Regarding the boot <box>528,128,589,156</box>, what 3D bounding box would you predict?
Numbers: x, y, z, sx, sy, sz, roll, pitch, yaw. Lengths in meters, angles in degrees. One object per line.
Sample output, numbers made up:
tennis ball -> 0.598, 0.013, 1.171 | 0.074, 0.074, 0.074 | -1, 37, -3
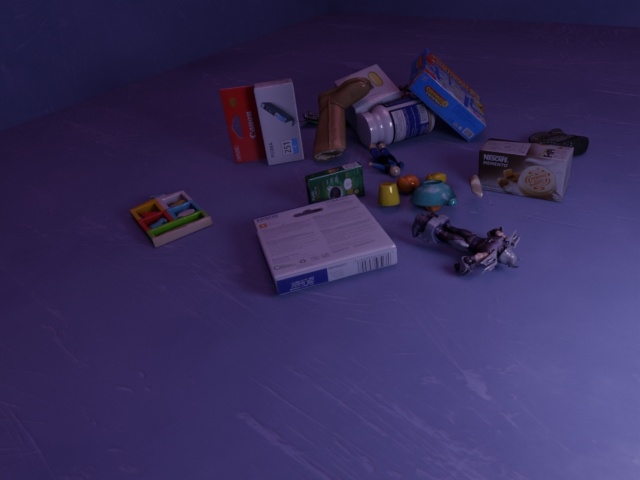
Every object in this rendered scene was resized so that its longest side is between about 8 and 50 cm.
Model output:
boot -> 0.750, -0.317, 1.810 | 0.247, 0.083, 0.161 | -12, 26, -16

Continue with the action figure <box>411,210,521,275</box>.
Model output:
action figure -> 0.379, 0.006, 1.378 | 0.185, 0.099, 0.285 | -27, 41, -37

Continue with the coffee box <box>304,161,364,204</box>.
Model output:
coffee box -> 0.046, -0.172, 1.695 | 0.184, 0.113, 0.040 | -18, 36, -13

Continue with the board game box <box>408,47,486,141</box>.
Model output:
board game box -> 0.477, -0.553, 2.031 | 0.308, 0.086, 0.302 | 37, 34, -14

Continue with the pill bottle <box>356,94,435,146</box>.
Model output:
pill bottle -> 0.278, -0.444, 2.018 | 0.265, 0.153, 0.153 | -18, 35, -15

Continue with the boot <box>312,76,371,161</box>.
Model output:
boot -> 0.081, -0.437, 1.965 | 0.236, 0.089, 0.269 | -16, 60, 36

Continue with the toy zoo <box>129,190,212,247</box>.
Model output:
toy zoo -> -0.496, -0.085, 1.751 | 0.192, 0.030, 0.293 | -25, 37, -24

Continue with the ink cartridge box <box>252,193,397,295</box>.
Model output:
ink cartridge box -> 0.000, 0.000, 1.487 | 0.324, 0.071, 0.330 | -15, 31, -9

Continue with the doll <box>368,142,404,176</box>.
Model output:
doll -> 0.225, -0.274, 1.868 | 0.129, 0.046, 0.189 | -8, 38, -16

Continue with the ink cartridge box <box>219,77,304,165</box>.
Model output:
ink cartridge box -> -0.208, -0.414, 1.947 | 0.261, 0.296, 0.066 | -9, 34, -1

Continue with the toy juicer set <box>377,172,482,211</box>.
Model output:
toy juicer set -> 0.353, -0.141, 1.618 | 0.329, 0.089, 0.209 | 5, 22, 33

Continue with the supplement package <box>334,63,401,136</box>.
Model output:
supplement package -> 0.189, -0.553, 2.132 | 0.194, 0.149, 0.203 | -25, 54, -6

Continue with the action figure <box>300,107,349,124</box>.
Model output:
action figure -> 0.042, -0.514, 2.263 | 0.232, 0.063, 0.137 | 12, 35, 22

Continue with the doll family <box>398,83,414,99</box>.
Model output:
doll family -> 0.360, -0.603, 2.314 | 0.111, 0.076, 0.193 | 8, 39, 14

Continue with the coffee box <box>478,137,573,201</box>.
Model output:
coffee box -> 0.607, -0.214, 1.613 | 0.247, 0.141, 0.098 | 15, 40, 30
